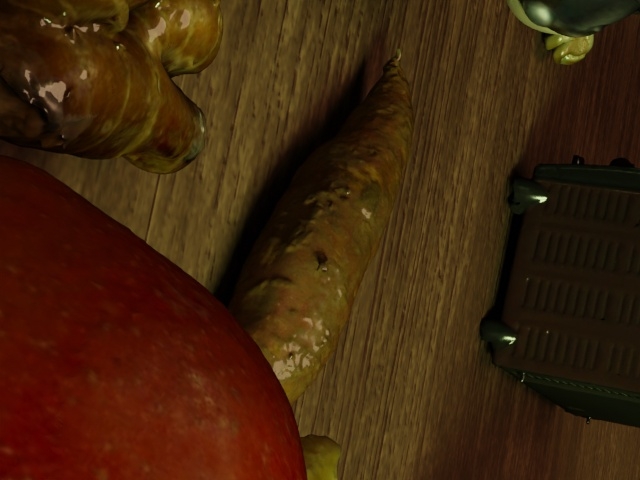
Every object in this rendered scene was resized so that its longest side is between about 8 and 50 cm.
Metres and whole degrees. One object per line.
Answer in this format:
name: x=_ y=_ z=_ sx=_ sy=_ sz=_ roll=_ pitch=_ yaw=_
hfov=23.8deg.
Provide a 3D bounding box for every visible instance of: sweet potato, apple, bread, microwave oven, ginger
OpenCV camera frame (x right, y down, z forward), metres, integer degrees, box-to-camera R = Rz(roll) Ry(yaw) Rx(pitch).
sweet potato: x=0.000 y=0.000 z=0.795 sx=0.066 sy=0.072 sz=0.314 roll=39 pitch=51 yaw=-14
apple: x=-0.109 y=0.091 z=0.415 sx=0.201 sy=0.218 sz=0.218 roll=-58 pitch=144 yaw=-32
bread: x=0.193 y=-0.183 z=1.200 sx=0.049 sy=0.034 sz=0.088 roll=-24 pitch=113 yaw=-45
microwave oven: x=0.258 y=0.050 z=1.217 sx=0.247 sy=0.178 sz=0.188 roll=32 pitch=67 yaw=-62
ginger: x=-0.088 y=-0.082 z=0.594 sx=0.103 sy=0.073 sz=0.162 roll=-70 pitch=161 yaw=2

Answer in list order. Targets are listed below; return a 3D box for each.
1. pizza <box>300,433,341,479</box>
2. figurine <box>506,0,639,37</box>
pizza: x=-0.063 y=0.246 z=0.705 sx=0.268 sy=0.087 sz=0.258 roll=-18 pitch=108 yaw=-60
figurine: x=0.167 y=-0.229 z=0.726 sx=0.306 sy=0.412 sz=0.241 roll=51 pitch=48 yaw=-17
